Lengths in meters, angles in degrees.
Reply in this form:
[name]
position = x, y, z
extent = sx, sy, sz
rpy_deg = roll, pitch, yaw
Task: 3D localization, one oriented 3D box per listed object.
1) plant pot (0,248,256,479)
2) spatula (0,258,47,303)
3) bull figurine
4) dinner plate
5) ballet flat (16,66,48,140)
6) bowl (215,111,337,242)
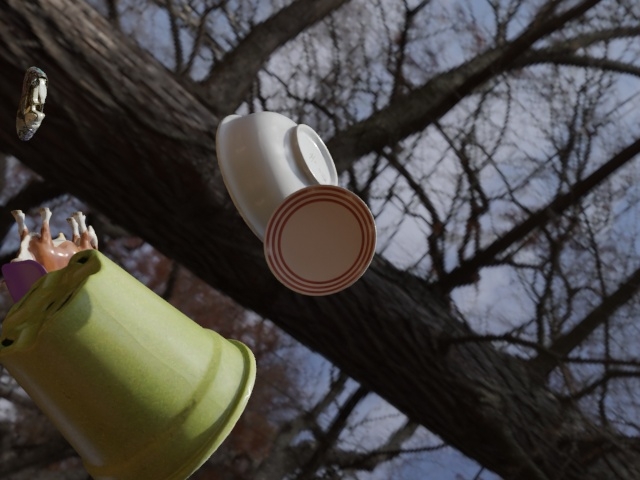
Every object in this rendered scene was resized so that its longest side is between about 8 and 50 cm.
[plant pot]
position = -0.269, 0.158, 1.290
extent = 0.276, 0.254, 0.276
rpy_deg = -34, -155, 18
[spatula]
position = -0.594, 0.096, 1.720
extent = 0.296, 0.084, 0.030
rpy_deg = -14, -163, 10
[bull figurine]
position = -0.605, 0.027, 2.238
extent = 0.101, 0.310, 0.189
rpy_deg = -9, -98, 22
[dinner plate]
position = 0.000, 0.000, 1.222
extent = 0.141, 0.017, 0.141
rpy_deg = -4, -106, 13
[ballet flat]
position = -0.435, -0.204, 1.513
extent = 0.041, 0.041, 0.114
rpy_deg = 34, -64, 55
[bowl]
position = -0.060, -0.130, 1.896
extent = 0.134, 0.298, 0.298
rpy_deg = -26, -139, 22
